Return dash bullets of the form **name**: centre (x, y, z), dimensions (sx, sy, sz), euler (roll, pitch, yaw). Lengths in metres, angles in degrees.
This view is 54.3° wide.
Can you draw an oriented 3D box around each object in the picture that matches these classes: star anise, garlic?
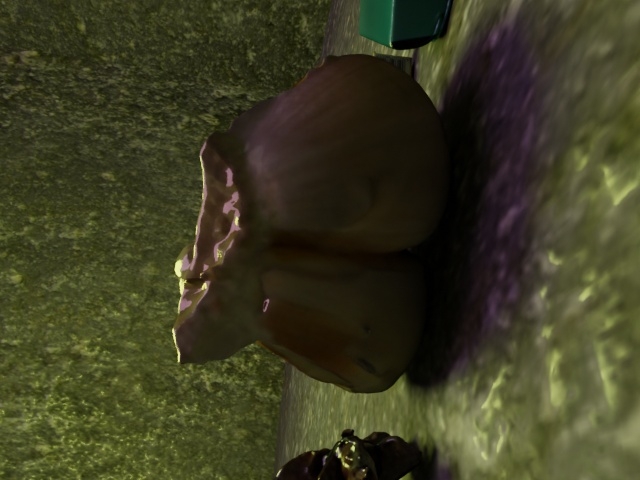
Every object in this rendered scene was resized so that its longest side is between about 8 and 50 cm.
- **star anise**: centre (0.034, 0.184, 0.520), dimensions (0.124, 0.129, 0.056), euler (-30, 66, 37)
- **garlic**: centre (0.000, 0.000, 0.558), dimensions (0.313, 0.250, 0.285), euler (20, -120, -75)

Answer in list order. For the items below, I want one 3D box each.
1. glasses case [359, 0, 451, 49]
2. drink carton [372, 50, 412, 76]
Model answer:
- **glasses case**: centre (0.094, -0.294, 0.740), dimensions (0.301, 0.070, 0.117), euler (-101, 13, -68)
- **drink carton**: centre (0.075, -0.135, 0.749), dimensions (0.071, 0.056, 0.165), euler (103, 173, -68)
